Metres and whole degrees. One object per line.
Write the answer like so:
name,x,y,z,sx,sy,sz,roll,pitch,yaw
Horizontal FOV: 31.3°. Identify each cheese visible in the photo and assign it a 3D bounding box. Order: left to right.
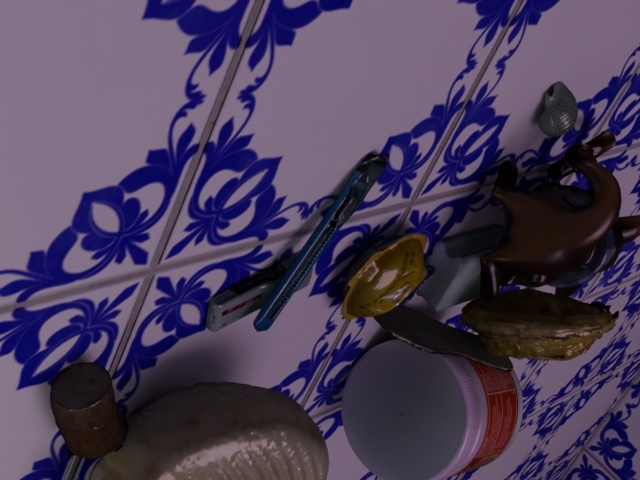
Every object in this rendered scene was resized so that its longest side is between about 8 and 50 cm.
cheese,0.110,0.061,1.761,0.177,0.069,0.270,-50,156,9

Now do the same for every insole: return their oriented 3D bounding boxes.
insole,0.208,0.163,1.929,0.348,0.119,0.009,21,116,-38

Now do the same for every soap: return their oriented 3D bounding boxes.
soap,0.252,0.047,1.951,0.198,0.066,0.119,-13,137,-48

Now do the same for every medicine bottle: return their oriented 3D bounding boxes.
medicine bottle,0.201,0.292,2.017,0.252,0.252,0.241,-55,152,18

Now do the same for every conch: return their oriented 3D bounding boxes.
conch,0.378,-0.203,1.793,0.076,0.056,0.085,-47,158,-26

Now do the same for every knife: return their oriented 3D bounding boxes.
knife,0.002,0.001,1.527,0.297,0.026,0.044,-56,149,1

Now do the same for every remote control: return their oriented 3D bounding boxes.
remote control,-0.079,0.070,1.541,0.166,0.029,0.065,-27,149,-33

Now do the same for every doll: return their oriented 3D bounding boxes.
doll,0.391,-0.035,1.883,0.318,0.209,0.339,-54,156,16

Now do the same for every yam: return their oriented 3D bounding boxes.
yam,-0.283,0.207,1.388,0.084,0.084,0.127,-34,148,-23

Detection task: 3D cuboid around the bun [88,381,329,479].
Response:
bun,-0.172,0.335,1.575,0.365,0.219,0.365,-22,131,-28

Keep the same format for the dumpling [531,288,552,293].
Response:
dumpling,0.444,0.128,2.362,0.057,0.052,0.076,0,128,-40

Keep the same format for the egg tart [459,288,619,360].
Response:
egg tart,0.377,0.149,1.976,0.279,0.278,0.095,-9,104,-51
